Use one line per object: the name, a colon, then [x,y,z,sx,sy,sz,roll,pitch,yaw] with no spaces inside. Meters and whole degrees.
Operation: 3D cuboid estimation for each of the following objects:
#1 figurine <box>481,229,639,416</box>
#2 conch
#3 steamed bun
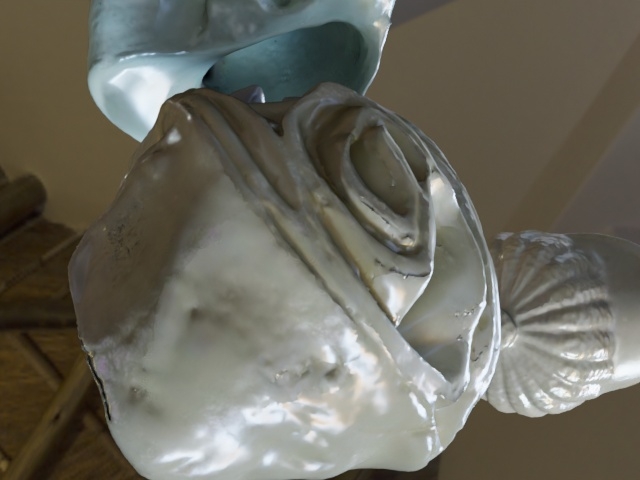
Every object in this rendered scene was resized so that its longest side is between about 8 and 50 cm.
figurine: [0.223,0.092,0.988,0.204,0.332,0.185,-28,-103,-3]
conch: [-0.042,-0.145,0.558,0.185,0.221,0.121,46,-150,-1]
steamed bun: [0.000,-0.002,0.448,0.218,0.144,0.211,10,-132,-30]
